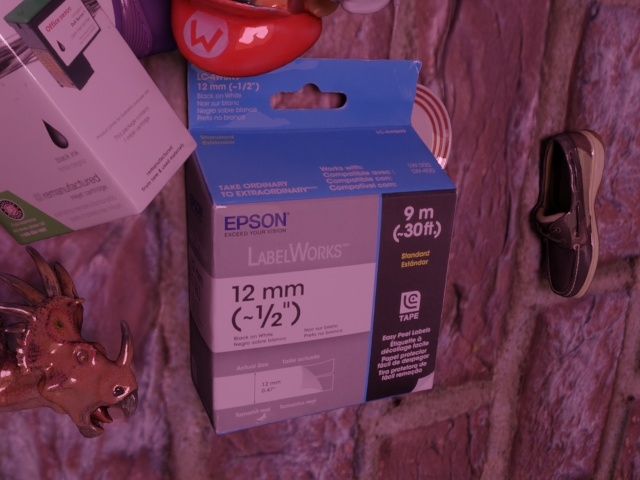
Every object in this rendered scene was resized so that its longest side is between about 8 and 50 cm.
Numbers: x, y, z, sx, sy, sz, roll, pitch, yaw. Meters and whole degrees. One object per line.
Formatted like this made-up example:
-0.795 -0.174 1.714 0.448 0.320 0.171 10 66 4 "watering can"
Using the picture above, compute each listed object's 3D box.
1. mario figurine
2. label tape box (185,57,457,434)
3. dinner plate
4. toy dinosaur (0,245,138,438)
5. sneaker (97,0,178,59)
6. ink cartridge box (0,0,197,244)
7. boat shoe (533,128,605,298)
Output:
-0.021 -0.267 0.423 0.170 0.198 0.320 19 101 -30 "mario figurine"
0.000 0.000 0.628 0.249 0.115 0.347 -5 113 -22 "label tape box"
0.086 -0.107 0.703 0.141 0.017 0.141 -9 110 -25 "dinner plate"
-0.298 0.056 0.482 0.200 0.127 0.295 -40 117 3 "toy dinosaur"
-0.161 -0.288 0.482 0.124 0.107 0.283 -22 120 -37 "sneaker"
-0.223 -0.115 0.448 0.219 0.160 0.092 57 40 -29 "ink cartridge box"
0.314 -0.032 0.815 0.073 0.080 0.223 -4 104 -20 "boat shoe"
